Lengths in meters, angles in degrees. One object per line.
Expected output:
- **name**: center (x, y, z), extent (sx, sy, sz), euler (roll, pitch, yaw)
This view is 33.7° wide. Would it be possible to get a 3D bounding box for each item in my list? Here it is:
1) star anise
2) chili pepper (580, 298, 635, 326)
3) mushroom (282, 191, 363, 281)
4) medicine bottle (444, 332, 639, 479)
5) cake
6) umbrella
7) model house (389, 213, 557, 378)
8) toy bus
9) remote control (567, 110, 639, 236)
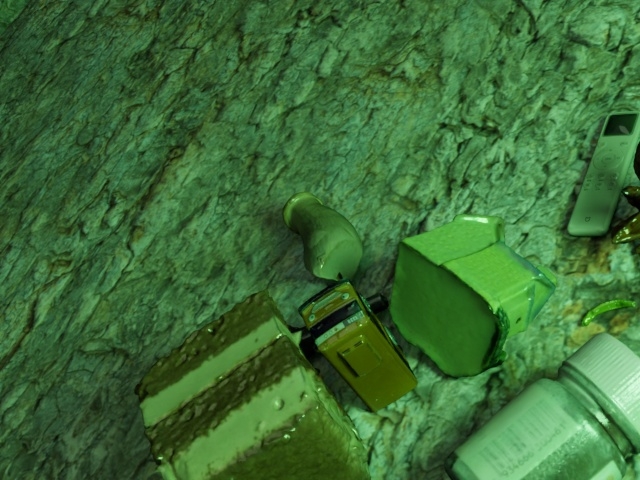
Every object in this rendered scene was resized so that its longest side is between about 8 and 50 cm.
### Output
- **star anise**: center (0.518, -0.060, 1.536), extent (0.213, 0.111, 0.196), euler (-6, 78, 5)
- **chili pepper**: center (0.416, 0.103, 1.531), extent (0.083, 0.017, 0.030), euler (-28, 41, 16)
- **mushroom**: center (0.009, -0.004, 1.875), extent (0.108, 0.096, 0.247), euler (-34, 34, 4)
- **medicine bottle**: center (0.306, 0.259, 1.343), extent (0.273, 0.165, 0.165), euler (-39, 39, -5)
- **cake**: center (-0.092, 0.278, 1.553), extent (0.282, 0.255, 0.290), euler (-36, 43, -1)
- **umbrella**: center (0.008, 0.153, 1.752), extent (0.236, 0.059, 0.066), euler (-26, 63, 10)
- **model house**: center (0.244, 0.079, 1.591), extent (0.189, 0.195, 0.214), euler (-30, 48, -31)
- **toy bus**: center (0.058, 0.162, 1.591), extent (0.098, 0.201, 0.114), euler (-33, 42, 5)
- **remote control**: center (0.461, -0.113, 1.700), extent (0.067, 0.029, 0.261), euler (2, 52, 37)
